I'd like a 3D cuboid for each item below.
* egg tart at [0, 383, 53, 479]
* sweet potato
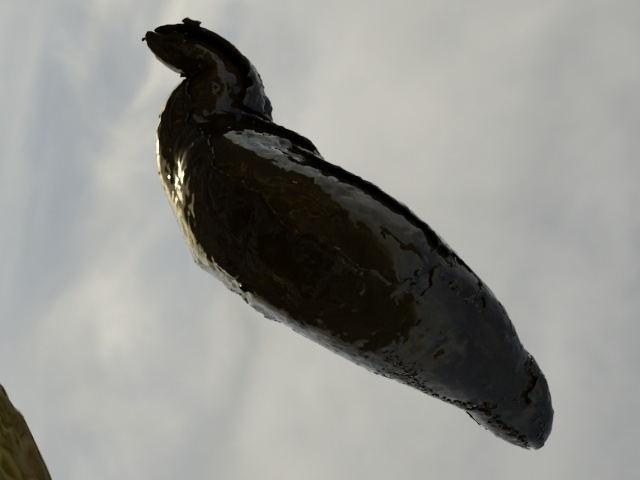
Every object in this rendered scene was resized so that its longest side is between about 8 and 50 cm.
[{"bbox_3d":[-0.180,0.110,0.592,0.116,0.295,0.294,-39,-132,24],"label":"egg tart"},{"bbox_3d":[-0.003,-0.001,0.866,0.310,0.124,0.098,42,-68,15],"label":"sweet potato"}]
